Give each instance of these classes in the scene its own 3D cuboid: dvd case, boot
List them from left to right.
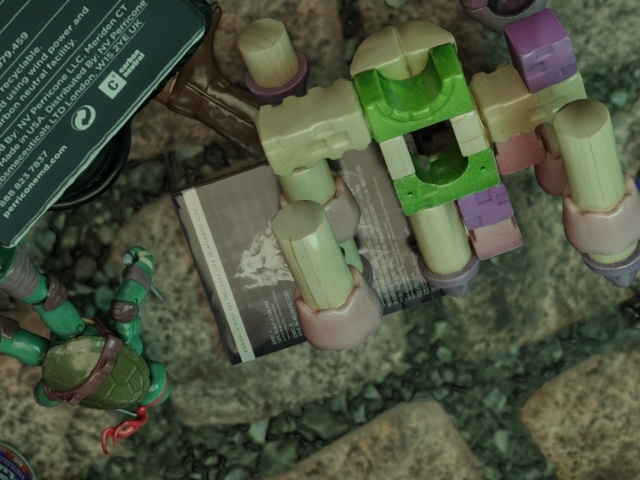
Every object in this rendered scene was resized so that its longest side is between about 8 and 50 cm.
[{"bbox_3d":[-0.069,-0.134,1.534,0.114,0.037,0.106,29,113,-5],"label":"boot"},{"bbox_3d":[0.000,0.000,1.576,0.221,0.018,0.164,-19,103,1],"label":"dvd case"}]

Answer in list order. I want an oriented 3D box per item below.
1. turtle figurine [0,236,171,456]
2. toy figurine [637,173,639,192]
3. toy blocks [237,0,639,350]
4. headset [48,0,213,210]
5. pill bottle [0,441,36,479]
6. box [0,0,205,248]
[{"bbox_3d":[-0.198,0.083,1.509,0.234,0.118,0.175,32,104,-36],"label":"turtle figurine"},{"bbox_3d":[0.369,0.008,1.553,0.217,0.191,0.362,29,124,28],"label":"toy figurine"},{"bbox_3d":[0.101,-0.053,1.477,0.289,0.309,0.260,-20,136,4],"label":"toy blocks"},{"bbox_3d":[-0.267,-0.105,1.447,0.394,0.243,0.185,-40,81,20],"label":"headset"},{"bbox_3d":[-0.302,0.246,1.529,0.108,0.193,0.108,-1,103,-3],"label":"pill bottle"},{"bbox_3d":[-0.315,-0.220,1.135,0.212,0.293,0.395,-49,141,2],"label":"box"}]
